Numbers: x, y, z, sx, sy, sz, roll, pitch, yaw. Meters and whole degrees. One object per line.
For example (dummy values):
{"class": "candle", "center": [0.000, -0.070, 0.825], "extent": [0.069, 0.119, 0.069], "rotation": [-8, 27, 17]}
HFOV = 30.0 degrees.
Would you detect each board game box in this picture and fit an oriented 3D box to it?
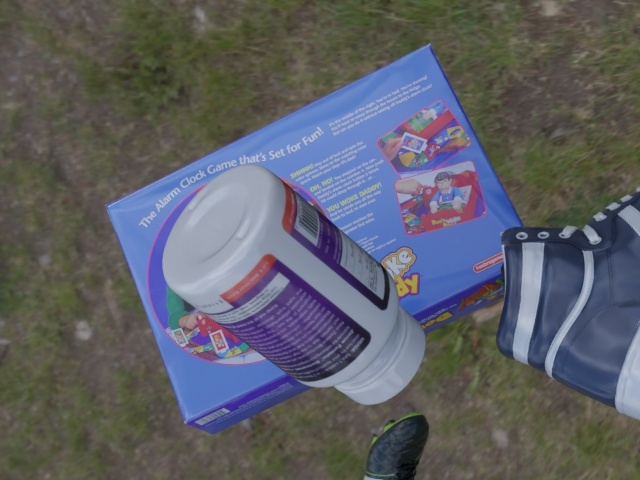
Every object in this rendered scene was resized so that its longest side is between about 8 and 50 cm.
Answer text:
{"class": "board game box", "center": [0.000, 0.000, 1.116], "extent": [0.347, 0.078, 0.233], "rotation": [-26, 69, 6]}

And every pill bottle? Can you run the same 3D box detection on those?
{"class": "pill bottle", "center": [-0.012, 0.040, 0.868], "extent": [0.108, 0.108, 0.193], "rotation": [-31, 127, 26]}

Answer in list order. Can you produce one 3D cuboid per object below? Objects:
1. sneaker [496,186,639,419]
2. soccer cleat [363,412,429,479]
{"class": "sneaker", "center": [0.236, -0.004, 0.909], "extent": [0.153, 0.282, 0.099], "rotation": [17, 148, 29]}
{"class": "soccer cleat", "center": [0.067, 0.237, 1.135], "extent": [0.072, 0.060, 0.179], "rotation": [54, 134, 36]}
